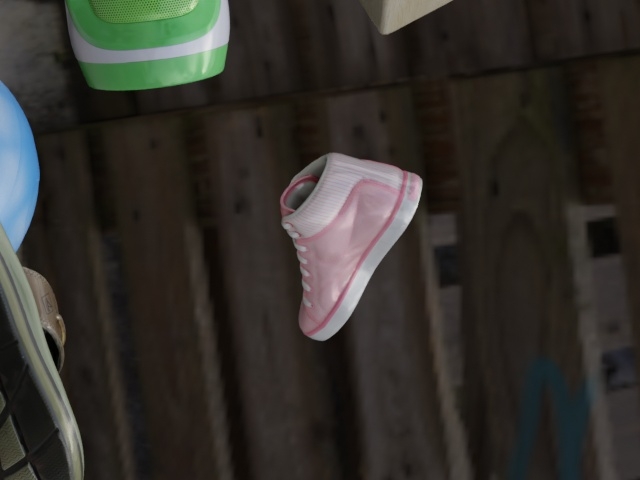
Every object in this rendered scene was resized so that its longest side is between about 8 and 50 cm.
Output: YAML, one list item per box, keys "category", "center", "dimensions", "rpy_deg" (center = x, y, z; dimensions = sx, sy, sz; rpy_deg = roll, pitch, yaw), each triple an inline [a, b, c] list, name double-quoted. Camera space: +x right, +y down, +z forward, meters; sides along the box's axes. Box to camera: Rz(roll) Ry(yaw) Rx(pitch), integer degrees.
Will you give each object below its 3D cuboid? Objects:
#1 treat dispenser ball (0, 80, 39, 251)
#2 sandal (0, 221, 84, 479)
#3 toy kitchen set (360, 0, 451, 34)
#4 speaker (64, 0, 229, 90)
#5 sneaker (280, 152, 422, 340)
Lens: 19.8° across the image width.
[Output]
- category: "treat dispenser ball"
  center: [-0.436, -0.068, 1.890]
  dimensions: [0.288, 0.288, 0.288]
  rpy_deg: [0, 89, -33]
- category: "sandal"
  center: [-0.224, 0.056, 1.291]
  dimensions: [0.086, 0.120, 0.302]
  rpy_deg: [-31, 112, -54]
- category: "toy kitchen set"
  center: [0.080, -0.234, 0.894]
  dimensions: [0.207, 0.122, 0.166]
  rpy_deg: [-28, 75, -10]
- category: "speaker"
  center: [-0.145, -0.270, 1.401]
  dimensions: [0.131, 0.131, 0.296]
  rpy_deg: [-15, 107, -32]
- category: "sneaker"
  center: [0.000, 0.000, 1.060]
  dimensions: [0.070, 0.134, 0.051]
  rpy_deg: [20, 42, -14]
